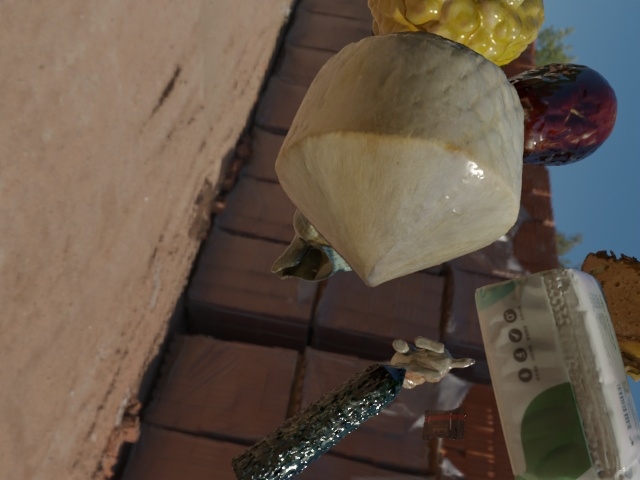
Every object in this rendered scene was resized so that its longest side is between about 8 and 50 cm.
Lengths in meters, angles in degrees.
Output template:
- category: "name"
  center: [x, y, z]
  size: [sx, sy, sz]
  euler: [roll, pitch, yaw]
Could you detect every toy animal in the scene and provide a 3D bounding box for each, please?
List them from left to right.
- category: "toy animal"
  center: [0.255, 0.295, 1.658]
  size: [0.185, 0.183, 0.104]
  euler: [83, 14, -63]

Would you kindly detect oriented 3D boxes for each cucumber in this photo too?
- category: "cucumber"
  center: [0.010, 0.334, 1.298]
  size: [0.359, 0.096, 0.096]
  euler: [-34, 167, -7]

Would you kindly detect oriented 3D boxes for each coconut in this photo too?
- category: "coconut"
  center: [0.095, -0.091, 0.881]
  size: [0.329, 0.328, 0.329]
  euler: [10, 90, -86]

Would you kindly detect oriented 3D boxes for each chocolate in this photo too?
- category: "chocolate"
  center: [0.315, 0.471, 1.829]
  size: [0.182, 0.028, 0.086]
  euler: [143, -43, -60]

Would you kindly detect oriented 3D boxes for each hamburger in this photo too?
- category: "hamburger"
  center: [0.828, 0.237, 1.827]
  size: [0.287, 0.445, 0.268]
  euler: [-44, 129, -14]

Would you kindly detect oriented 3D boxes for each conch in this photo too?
- category: "conch"
  center: [0.011, -0.005, 1.751]
  size: [0.203, 0.169, 0.386]
  euler: [59, -32, 16]

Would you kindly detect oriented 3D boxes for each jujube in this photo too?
- category: "jujube"
  center: [0.457, -0.250, 1.440]
  size: [0.318, 0.223, 0.223]
  euler: [-18, 127, -40]

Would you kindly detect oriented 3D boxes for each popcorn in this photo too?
- category: "popcorn"
  center: [0.244, -0.422, 1.367]
  size: [0.382, 0.349, 0.349]
  euler: [-58, -170, 38]

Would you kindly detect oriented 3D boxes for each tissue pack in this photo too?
- category: "tissue pack"
  center: [0.409, 0.242, 1.203]
  size: [0.266, 0.193, 0.357]
  euler: [16, 61, -58]
